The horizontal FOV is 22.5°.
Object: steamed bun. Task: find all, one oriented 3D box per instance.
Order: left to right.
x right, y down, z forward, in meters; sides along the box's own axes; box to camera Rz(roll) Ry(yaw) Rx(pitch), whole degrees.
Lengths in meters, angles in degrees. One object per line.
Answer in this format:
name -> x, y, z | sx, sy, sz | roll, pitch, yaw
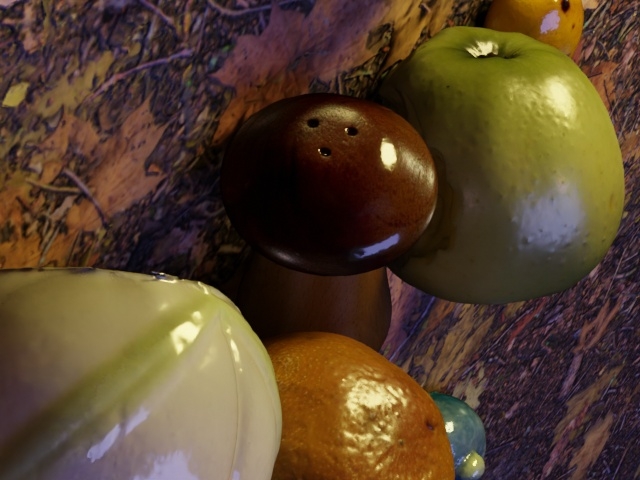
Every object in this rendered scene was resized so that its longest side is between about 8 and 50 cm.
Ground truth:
steamed bun -> -0.179, 0.178, 1.203 | 0.309, 0.309, 0.309 | -39, 149, -29

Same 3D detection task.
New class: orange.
orange -> -0.016, 0.206, 1.405 | 0.264, 0.264, 0.264 | -39, 149, -29

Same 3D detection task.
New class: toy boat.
toy boat -> 0.141, 0.356, 2.167 | 0.215, 0.123, 0.330 | -19, 137, -48

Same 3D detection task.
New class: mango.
mango -> 0.224, -0.214, 1.700 | 0.115, 0.090, 0.178 | -36, 152, -16

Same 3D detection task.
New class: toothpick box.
toothpick box -> 0.000, 0.000, 1.478 | 0.192, 0.192, 0.294 | -39, 155, -30

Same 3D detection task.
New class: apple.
apple -> 0.170, -0.069, 1.576 | 0.279, 0.279, 0.279 | -39, 149, -29
